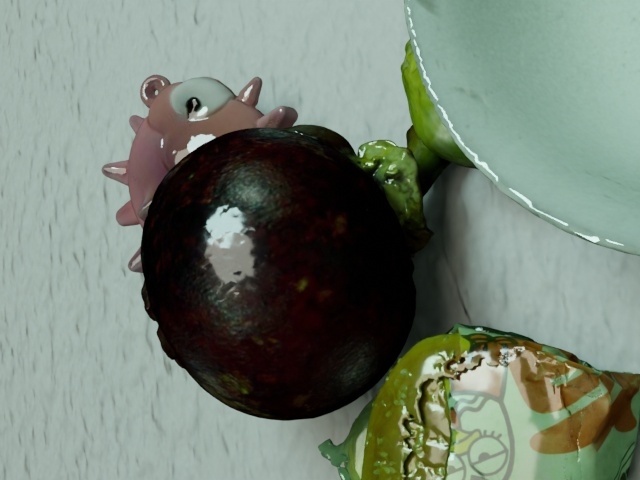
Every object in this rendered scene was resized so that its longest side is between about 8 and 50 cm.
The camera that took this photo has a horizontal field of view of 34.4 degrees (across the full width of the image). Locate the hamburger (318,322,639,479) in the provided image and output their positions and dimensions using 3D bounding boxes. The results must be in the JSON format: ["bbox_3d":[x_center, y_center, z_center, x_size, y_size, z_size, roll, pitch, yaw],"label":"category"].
[{"bbox_3d":[0.098,0.160,0.732,0.235,0.125,0.214,17,81,26],"label":"hamburger"}]

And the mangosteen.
[{"bbox_3d":[0.000,0.000,0.793,0.289,0.231,0.231,-36,55,-7],"label":"mangosteen"}]

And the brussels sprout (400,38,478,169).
[{"bbox_3d":[0.131,-0.116,0.774,0.155,0.117,0.155,-13,46,15],"label":"brussels sprout"}]

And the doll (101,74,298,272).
[{"bbox_3d":[-0.098,-0.045,0.954,0.211,0.093,0.262,-27,76,18],"label":"doll"}]

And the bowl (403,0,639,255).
[{"bbox_3d":[0.281,-0.185,0.616,0.435,0.196,0.435,-9,75,36],"label":"bowl"}]
